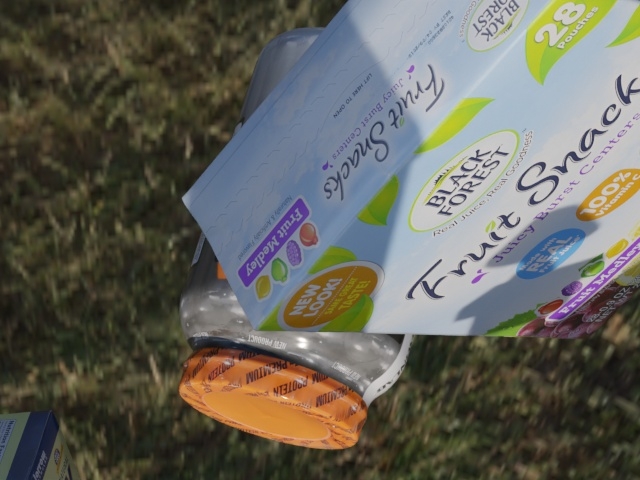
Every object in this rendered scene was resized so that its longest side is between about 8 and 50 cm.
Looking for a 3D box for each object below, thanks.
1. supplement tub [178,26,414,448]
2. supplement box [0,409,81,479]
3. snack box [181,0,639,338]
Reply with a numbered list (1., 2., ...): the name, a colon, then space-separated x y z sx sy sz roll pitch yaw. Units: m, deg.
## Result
1. supplement tub: 0.000 0.000 0.977 0.117 0.117 0.190 15 71 3
2. supplement box: -0.136 0.116 0.757 0.083 0.083 0.056 -6 36 14
3. snack box: 0.081 -0.041 0.727 0.207 0.174 0.070 5 46 -46
